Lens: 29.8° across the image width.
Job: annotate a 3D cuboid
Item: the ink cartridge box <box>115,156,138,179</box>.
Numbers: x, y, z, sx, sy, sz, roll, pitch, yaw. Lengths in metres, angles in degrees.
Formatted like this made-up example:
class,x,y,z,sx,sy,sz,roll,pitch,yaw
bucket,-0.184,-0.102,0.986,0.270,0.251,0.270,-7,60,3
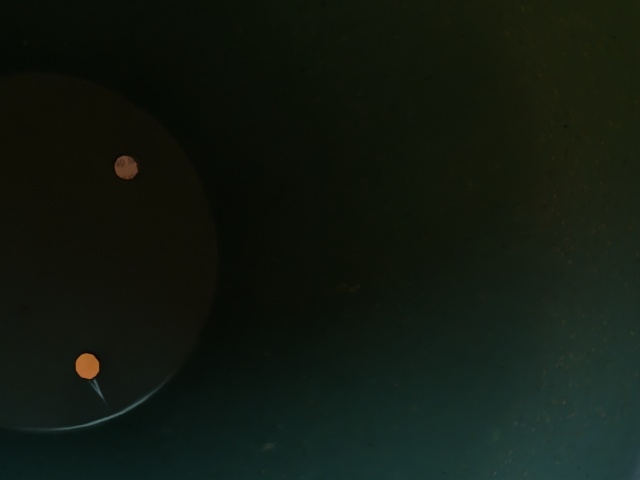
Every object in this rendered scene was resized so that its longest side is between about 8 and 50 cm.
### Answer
class,x,y,z,sx,sy,sz,roll,pitch,yaw
ink cartridge box,-0.047,-0.093,0.681,0.175,0.069,0.371,-12,15,21

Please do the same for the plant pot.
class,x,y,z,sx,sy,sz,roll,pitch,yaw
plant pot,-0.056,-0.007,0.377,0.290,0.290,0.195,9,-11,-28
